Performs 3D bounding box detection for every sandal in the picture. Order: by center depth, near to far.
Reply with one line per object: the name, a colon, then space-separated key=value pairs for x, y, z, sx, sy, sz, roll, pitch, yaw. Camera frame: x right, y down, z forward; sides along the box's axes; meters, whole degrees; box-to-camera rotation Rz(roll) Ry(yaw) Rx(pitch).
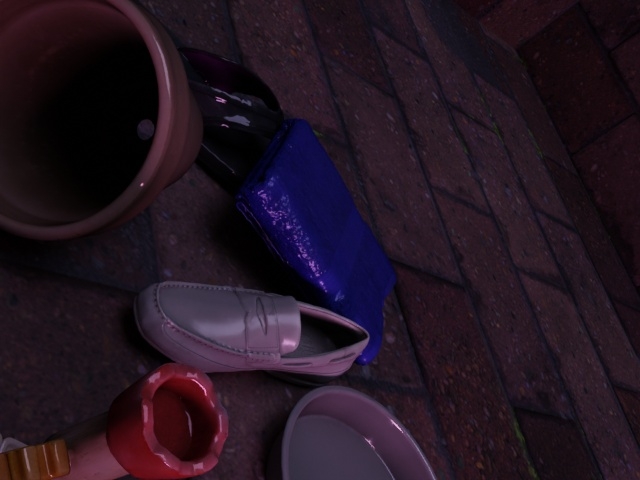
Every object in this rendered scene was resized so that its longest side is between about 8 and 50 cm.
sandal: x=-0.162 y=-0.213 z=1.192 sx=0.446 sy=0.107 sz=0.167 roll=42 pitch=32 yaw=-19

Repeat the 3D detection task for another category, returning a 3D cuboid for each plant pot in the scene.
plant pot: x=-0.239 y=-0.129 z=0.907 sx=0.263 sy=0.263 sz=0.229 roll=57 pitch=11 yaw=7

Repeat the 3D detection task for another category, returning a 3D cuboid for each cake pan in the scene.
cake pan: x=0.047 y=0.316 z=0.991 sx=0.293 sy=0.054 sz=0.293 roll=34 pitch=35 yaw=-29

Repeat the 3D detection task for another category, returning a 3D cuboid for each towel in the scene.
towel: x=0.000 y=0.000 z=1.172 sx=0.308 sy=0.076 sz=0.227 roll=59 pitch=26 yaw=-22

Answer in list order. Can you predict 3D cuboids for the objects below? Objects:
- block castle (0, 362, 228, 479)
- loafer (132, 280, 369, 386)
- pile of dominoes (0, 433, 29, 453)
block castle: x=-0.141 y=0.319 z=0.513 sx=0.303 sy=0.213 sz=0.453 roll=-1 pitch=69 yaw=-55
loafer: x=-0.073 y=0.101 z=0.989 sx=0.320 sy=0.111 sz=0.112 roll=18 pitch=45 yaw=-45
pile of dominoes: x=-0.306 y=0.212 z=0.588 sx=0.251 sy=0.040 sz=0.195 roll=41 pitch=43 yaw=-36
